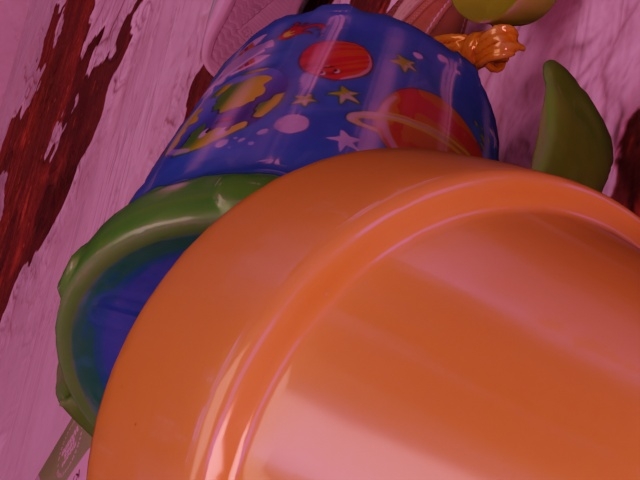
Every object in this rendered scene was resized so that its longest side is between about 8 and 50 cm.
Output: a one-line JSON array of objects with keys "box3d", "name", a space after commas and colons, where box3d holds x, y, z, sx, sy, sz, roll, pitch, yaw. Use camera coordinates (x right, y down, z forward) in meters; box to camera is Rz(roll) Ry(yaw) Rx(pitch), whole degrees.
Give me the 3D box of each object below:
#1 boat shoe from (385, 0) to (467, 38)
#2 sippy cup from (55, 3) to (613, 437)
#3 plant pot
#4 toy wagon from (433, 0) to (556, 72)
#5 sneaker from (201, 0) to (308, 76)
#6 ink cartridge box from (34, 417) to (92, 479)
[{"box3d": [0.050, -0.069, 1.202, 0.072, 0.068, 0.190, 33, 100, 36], "name": "boat shoe"}, {"box3d": [0.000, 0.000, 1.032, 0.224, 0.306, 0.240, -73, -15, -46], "name": "sippy cup"}, {"box3d": [0.080, 0.104, 0.660, 0.239, 0.254, 0.254, 15, 85, 58], "name": "plant pot"}, {"box3d": [0.110, -0.266, 1.095, 0.267, 0.068, 0.344, 3, 91, 54], "name": "toy wagon"}, {"box3d": [-0.027, -0.265, 1.562, 0.256, 0.094, 0.151, -57, 19, 33], "name": "sneaker"}, {"box3d": [-0.144, 0.292, 1.279, 0.207, 0.119, 0.353, -58, 23, 33], "name": "ink cartridge box"}]
